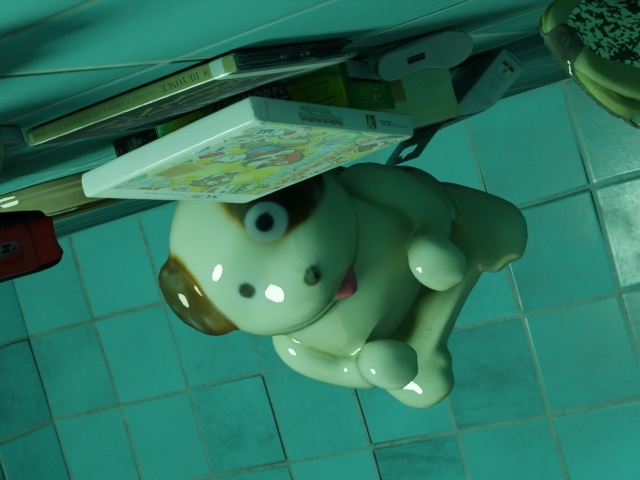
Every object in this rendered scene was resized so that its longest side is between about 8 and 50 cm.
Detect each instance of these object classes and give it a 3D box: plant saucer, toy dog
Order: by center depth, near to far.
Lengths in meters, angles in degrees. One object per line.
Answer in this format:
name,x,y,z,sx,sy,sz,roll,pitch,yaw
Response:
toy dog,0.000,0.000,1.574,0.285,0.395,0.408,-55,155,13
plant saucer,-0.348,-0.053,1.828,0.277,0.041,0.278,-15,-179,0

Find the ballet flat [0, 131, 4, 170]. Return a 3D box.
ballet flat,-0.292,-0.014,0.812,0.316,0.108,0.106,-13,-170,40

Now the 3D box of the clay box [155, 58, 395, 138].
clay box,-0.055,-0.116,1.302,0.222,0.053,0.127,-14,179,23

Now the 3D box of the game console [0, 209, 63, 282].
game console,-0.482,0.035,1.331,0.342,0.060,0.386,-2,-170,41

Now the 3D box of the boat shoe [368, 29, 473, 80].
boat shoe,0.090,-0.172,1.261,0.100,0.035,0.035,-20,-150,-17

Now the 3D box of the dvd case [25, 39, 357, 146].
dvd case,-0.102,-0.117,1.103,0.221,0.018,0.164,-15,-179,35

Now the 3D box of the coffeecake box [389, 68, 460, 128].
coffeecake box,0.063,-0.151,1.656,0.142,0.068,0.185,-16,-179,-18

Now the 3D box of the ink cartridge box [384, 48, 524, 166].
ink cartridge box,0.164,-0.151,1.725,0.179,0.045,0.145,-53,-169,-13

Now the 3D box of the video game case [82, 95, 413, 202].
video game case,-0.065,-0.076,1.242,0.227,0.026,0.206,-20,167,40

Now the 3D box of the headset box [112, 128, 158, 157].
headset box,-0.171,-0.081,1.419,0.083,0.062,0.032,-17,180,7

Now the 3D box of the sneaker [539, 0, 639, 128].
sneaker,0.363,-0.219,1.168,0.410,0.158,0.182,-15,149,-30

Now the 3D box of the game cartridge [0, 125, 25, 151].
game cartridge,-0.256,-0.072,1.039,0.056,0.017,0.083,-12,-178,9
